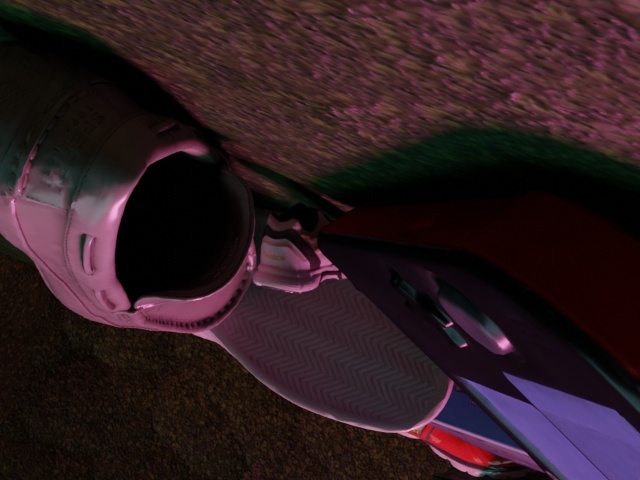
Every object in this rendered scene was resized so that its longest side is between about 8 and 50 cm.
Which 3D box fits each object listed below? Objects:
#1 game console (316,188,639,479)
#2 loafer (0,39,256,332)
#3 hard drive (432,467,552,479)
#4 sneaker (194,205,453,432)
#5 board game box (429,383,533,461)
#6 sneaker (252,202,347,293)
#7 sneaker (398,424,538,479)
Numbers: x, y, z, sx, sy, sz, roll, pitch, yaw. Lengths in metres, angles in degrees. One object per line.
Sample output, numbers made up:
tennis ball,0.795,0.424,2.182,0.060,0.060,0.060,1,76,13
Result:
game console,0.171,0.125,0.765,0.386,0.060,0.342,45,168,-10
loafer,-0.086,-0.003,0.848,0.111,0.112,0.319,27,176,19
hard drive,0.272,0.247,1.606,0.237,0.064,0.339,-10,-178,-14
sneaker,-0.027,0.036,1.081,0.292,0.108,0.169,29,179,20
board game box,0.244,0.153,1.236,0.308,0.086,0.302,17,173,30
sneaker,0.000,0.000,0.922,0.040,0.043,0.109,10,-168,22
sneaker,0.109,0.149,1.605,0.279,0.107,0.118,14,161,27
